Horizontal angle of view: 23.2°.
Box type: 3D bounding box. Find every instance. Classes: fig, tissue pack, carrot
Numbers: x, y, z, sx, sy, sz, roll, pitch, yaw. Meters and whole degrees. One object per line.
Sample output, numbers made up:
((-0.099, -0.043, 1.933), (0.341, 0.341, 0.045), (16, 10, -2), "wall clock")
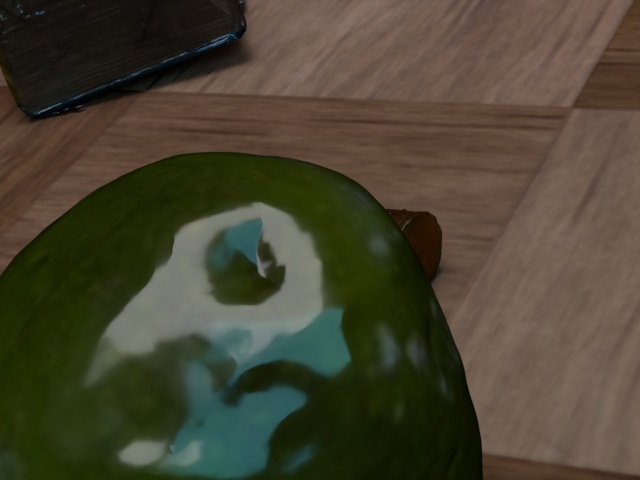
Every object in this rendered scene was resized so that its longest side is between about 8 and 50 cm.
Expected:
((-0.093, 0.098, 0.628), (0.314, 0.233, 0.233), (-18, 32, 1), "fig")
((-0.178, -0.234, 1.246), (0.192, 0.134, 0.271), (-20, 31, -1), "tissue pack")
((0.000, 0.000, 0.910), (0.139, 0.048, 0.048), (7, 37, 33), "carrot")

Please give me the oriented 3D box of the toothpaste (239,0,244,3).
((-0.078, -0.224, 1.308), (0.037, 0.021, 0.140), (-17, 33, 11), "toothpaste")
